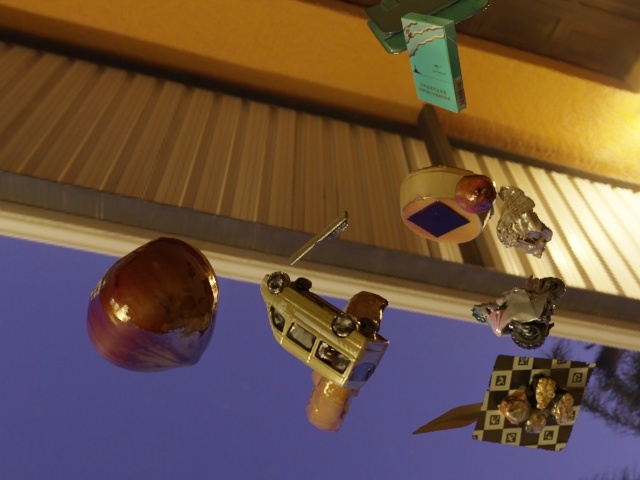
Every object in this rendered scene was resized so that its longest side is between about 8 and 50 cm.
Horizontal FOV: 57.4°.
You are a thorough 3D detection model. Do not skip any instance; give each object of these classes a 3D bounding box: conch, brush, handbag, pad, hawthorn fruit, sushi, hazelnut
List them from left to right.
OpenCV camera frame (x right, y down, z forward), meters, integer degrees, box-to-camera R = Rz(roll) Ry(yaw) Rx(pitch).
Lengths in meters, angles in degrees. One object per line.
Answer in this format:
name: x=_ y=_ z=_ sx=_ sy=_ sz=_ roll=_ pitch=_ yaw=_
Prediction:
hazelnut: x=-0.464 y=0.190 z=1.623 sx=0.359 sy=0.409 sz=0.359 roll=24 pitch=-141 yaw=-21
brush: x=0.000 y=0.000 z=1.352 sx=0.027 sy=0.190 sz=0.034 roll=37 pitch=-152 yaw=-27
handbag: x=0.304 y=-0.681 z=1.693 sx=0.326 sy=0.089 sz=0.238 roll=-28 pitch=-136 yaw=7
pad: x=0.282 y=0.433 z=1.495 sx=0.323 sy=0.055 sz=0.250 roll=0 pitch=-177 yaw=39
hawthorn fruit: x=0.269 y=-0.079 z=1.003 sx=0.077 sy=0.077 sz=0.077 roll=12 pitch=-141 yaw=-10
conch: x=0.601 y=-0.057 z=1.738 sx=0.163 sy=0.178 sz=0.245 roll=-20 pitch=-97 yaw=-28
sushi: x=0.401 y=0.308 z=1.073 sx=0.210 sy=0.193 sz=0.040 roll=10 pitch=-168 yaw=-14

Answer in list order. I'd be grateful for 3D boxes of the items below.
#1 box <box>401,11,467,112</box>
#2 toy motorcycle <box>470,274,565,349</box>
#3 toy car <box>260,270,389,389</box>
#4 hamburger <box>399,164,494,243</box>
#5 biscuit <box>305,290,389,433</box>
box: x=0.286 y=-0.445 z=1.462 sx=0.041 sy=0.229 sz=0.162 roll=-32 pitch=-142 yaw=-15
toy motorcycle: x=0.472 y=0.162 z=1.433 sx=0.204 sy=0.108 sz=0.239 roll=5 pitch=-156 yaw=38
toy car: x=-0.010 y=0.155 z=1.039 sx=0.256 sy=0.124 sz=0.101 roll=29 pitch=-176 yaw=34
hamburger: x=0.390 y=-0.120 z=1.827 sx=0.300 sy=0.300 sz=0.176 roll=20 pitch=-116 yaw=0
biscuit: x=0.046 y=0.241 z=1.191 sx=0.102 sy=0.296 sz=0.296 roll=21 pitch=-142 yaw=5
